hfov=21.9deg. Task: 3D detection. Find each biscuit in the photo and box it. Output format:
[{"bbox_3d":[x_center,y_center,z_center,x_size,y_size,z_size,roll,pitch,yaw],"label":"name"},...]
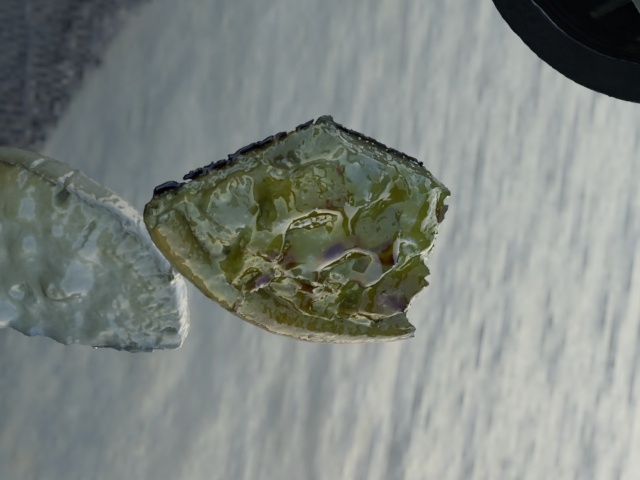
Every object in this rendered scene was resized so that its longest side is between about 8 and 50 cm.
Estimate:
[{"bbox_3d":[-0.246,0.002,1.322,0.084,0.281,0.179,-67,162,-46],"label":"biscuit"}]

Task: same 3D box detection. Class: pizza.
[{"bbox_3d":[0.000,0.000,0.719,0.160,0.036,0.099,25,113,-43],"label":"pizza"}]

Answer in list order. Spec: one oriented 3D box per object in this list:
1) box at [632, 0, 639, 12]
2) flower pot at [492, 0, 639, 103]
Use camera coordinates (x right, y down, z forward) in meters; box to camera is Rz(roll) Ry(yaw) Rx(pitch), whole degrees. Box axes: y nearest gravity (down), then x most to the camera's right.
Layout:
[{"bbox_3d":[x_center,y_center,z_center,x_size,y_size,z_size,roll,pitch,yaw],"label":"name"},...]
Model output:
[{"bbox_3d":[0.128,-0.227,0.532,0.051,0.204,0.365,20,34,-36],"label":"box"},{"bbox_3d":[0.310,-0.274,1.201,0.330,0.293,0.294,-25,122,-49],"label":"flower pot"}]
